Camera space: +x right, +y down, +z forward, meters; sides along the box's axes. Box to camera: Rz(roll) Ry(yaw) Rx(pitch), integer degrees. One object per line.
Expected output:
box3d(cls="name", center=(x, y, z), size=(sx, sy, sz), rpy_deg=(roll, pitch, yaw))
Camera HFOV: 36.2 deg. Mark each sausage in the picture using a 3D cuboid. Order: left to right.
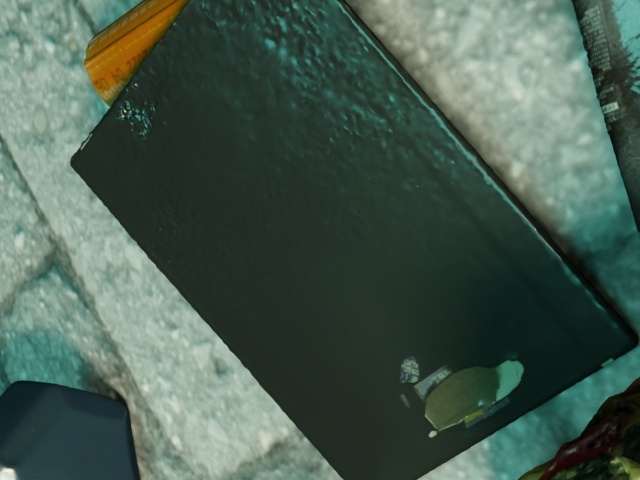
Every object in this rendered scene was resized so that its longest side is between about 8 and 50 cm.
box3d(cls="sausage", center=(-0.058, -0.153, 0.634), size=(0.234, 0.071, 0.071), rpy_deg=(-21, 88, 39))

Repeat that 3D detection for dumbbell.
box3d(cls="dumbbell", center=(-0.312, 0.192, 0.872), size=(0.324, 0.160, 0.144), rpy_deg=(0, 129, 38))

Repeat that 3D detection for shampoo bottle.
box3d(cls="shampoo bottle", center=(0.172, -0.049, 0.487), size=(0.063, 0.057, 0.208), rpy_deg=(-16, 91, 39))

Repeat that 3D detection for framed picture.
box3d(cls="framed picture", center=(0.000, 0.000, 0.617), size=(0.324, 0.013, 0.244), rpy_deg=(49, 127, 1))

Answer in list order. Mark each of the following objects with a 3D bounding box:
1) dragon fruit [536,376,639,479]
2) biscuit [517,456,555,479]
box3d(cls="dragon fruit", center=(0.168, 0.173, 0.387), size=(0.211, 0.147, 0.282), rpy_deg=(16, 125, 52))
box3d(cls="biscuit", center=(0.230, 0.198, 0.504), size=(0.287, 0.057, 0.344), rpy_deg=(15, 111, 34))
